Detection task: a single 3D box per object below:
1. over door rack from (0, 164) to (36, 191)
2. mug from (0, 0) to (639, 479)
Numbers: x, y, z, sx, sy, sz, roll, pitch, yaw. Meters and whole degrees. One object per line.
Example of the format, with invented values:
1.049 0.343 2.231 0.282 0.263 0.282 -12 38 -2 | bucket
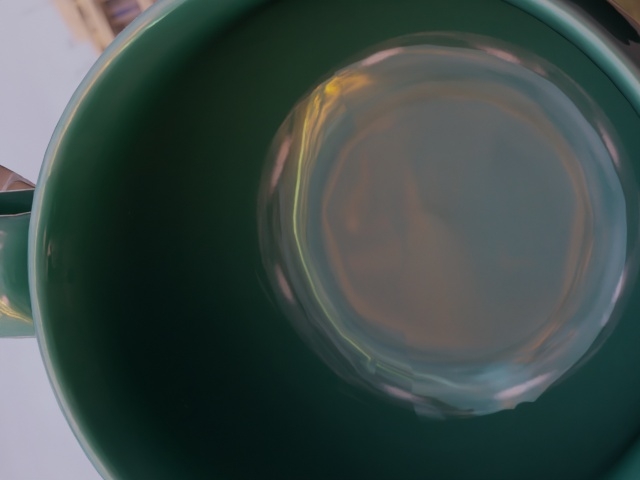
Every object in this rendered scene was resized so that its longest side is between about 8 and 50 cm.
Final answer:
-0.241 -0.188 0.977 0.324 0.239 0.108 32 178 -26 | over door rack
0.008 -0.005 0.364 0.158 0.129 0.097 33 -164 8 | mug
